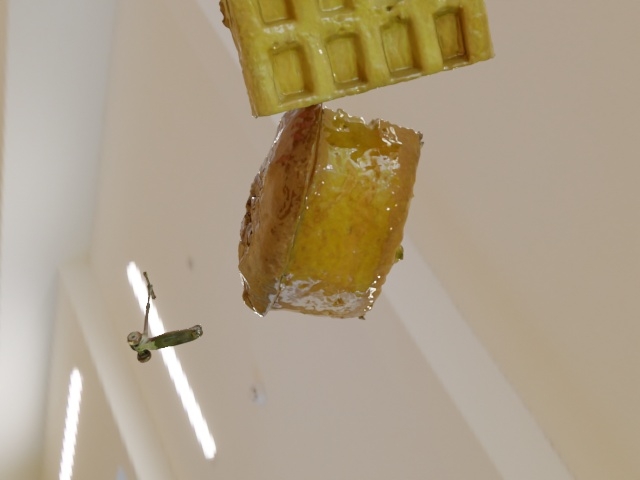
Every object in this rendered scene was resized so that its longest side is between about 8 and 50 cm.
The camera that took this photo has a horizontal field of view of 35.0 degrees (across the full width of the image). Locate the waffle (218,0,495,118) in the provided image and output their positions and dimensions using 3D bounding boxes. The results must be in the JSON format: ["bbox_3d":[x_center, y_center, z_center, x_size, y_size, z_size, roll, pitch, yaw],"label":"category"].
[{"bbox_3d":[0.039,-0.232,1.024,0.057,0.274,0.168,-125,-158,-74],"label":"waffle"}]

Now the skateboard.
[{"bbox_3d":[-0.133,0.061,0.872,0.083,0.063,0.032,-101,174,-50],"label":"skateboard"}]

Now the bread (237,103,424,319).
[{"bbox_3d":[0.000,0.000,1.229,0.340,0.194,0.179,117,-20,-56],"label":"bread"}]
